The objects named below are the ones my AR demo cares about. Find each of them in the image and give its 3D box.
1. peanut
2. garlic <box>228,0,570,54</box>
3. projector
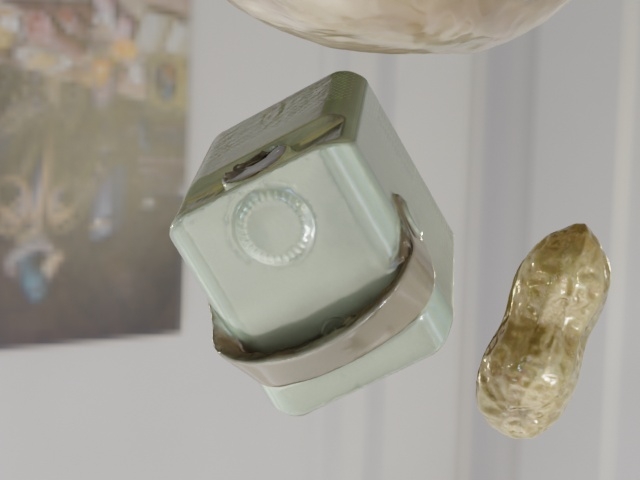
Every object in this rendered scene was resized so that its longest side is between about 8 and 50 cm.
[{"bbox_3d":[0.110,0.044,0.828,0.053,0.113,0.054,17,-168,-4],"label":"peanut"},{"bbox_3d":[0.021,-0.159,0.619,0.151,0.196,0.338,12,-138,28],"label":"garlic"},{"bbox_3d":[0.000,0.000,1.252,0.163,0.177,0.242,-27,-163,15],"label":"projector"}]
